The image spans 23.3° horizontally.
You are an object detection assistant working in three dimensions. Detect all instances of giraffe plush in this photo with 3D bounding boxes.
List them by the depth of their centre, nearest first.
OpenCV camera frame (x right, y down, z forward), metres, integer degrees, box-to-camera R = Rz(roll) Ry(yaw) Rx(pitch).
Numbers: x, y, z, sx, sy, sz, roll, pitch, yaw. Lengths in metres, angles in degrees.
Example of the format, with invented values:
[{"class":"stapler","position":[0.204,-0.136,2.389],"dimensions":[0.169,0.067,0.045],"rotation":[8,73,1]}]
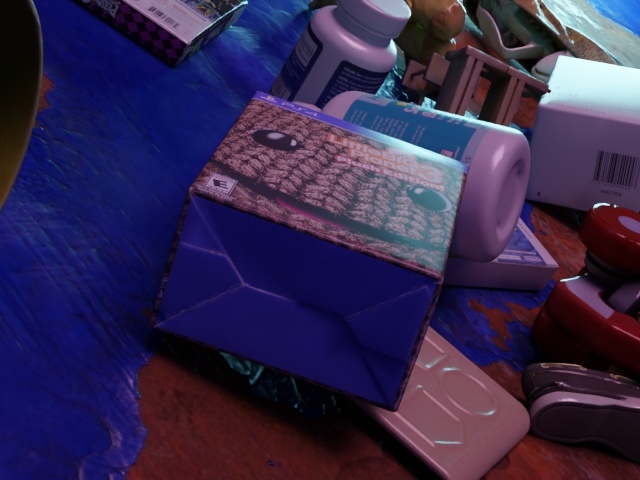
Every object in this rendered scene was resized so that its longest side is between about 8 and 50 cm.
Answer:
[{"class":"giraffe plush","position":[0.079,-0.320,2.099],"dimensions":[0.170,0.181,0.210],"rotation":[-4,52,-18]}]

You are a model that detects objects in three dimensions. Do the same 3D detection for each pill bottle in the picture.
[{"class":"pill bottle","position":[0.081,-0.076,1.662],"dimensions":[0.264,0.146,0.146],"rotation":[16,23,20]},{"class":"pill bottle","position":[0.024,-0.210,1.817],"dimensions":[0.112,0.187,0.112],"rotation":[25,30,-15]}]

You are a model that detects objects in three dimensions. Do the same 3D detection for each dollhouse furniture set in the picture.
[{"class":"dollhouse furniture set","position":[0.182,-0.157,1.988],"dimensions":[0.129,0.129,0.183],"rotation":[23,-8,-19]}]

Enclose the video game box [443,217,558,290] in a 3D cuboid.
[{"class":"video game box","position":[0.154,-0.023,1.806],"dimensions":[0.205,0.048,0.187],"rotation":[5,37,-42]}]

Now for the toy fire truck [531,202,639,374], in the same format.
[{"class":"toy fire truck","position":[0.396,0.089,1.704],"dimensions":[0.254,0.169,0.302],"rotation":[37,27,31]}]

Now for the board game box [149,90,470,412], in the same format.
[{"class":"board game box","position":[0.000,0.000,1.445],"dimensions":[0.232,0.141,0.291],"rotation":[19,24,1]}]

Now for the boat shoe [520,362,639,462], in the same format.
[{"class":"boat shoe","position":[0.312,0.176,1.616],"dimensions":[0.227,0.081,0.069],"rotation":[15,37,-25]}]

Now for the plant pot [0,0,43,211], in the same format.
[{"class":"plant pot","position":[-0.412,-0.119,1.202],"dimensions":[0.293,0.275,0.275],"rotation":[21,26,12]}]

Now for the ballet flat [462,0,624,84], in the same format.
[{"class":"ballet flat","position":[0.338,-0.282,2.347],"dimensions":[0.123,0.123,0.348],"rotation":[-2,45,-47]}]

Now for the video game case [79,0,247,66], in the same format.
[{"class":"video game case","position":[-0.224,-0.316,1.885],"dimensions":[0.232,0.042,0.210],"rotation":[34,28,1]}]

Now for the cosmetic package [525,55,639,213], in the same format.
[{"class":"cosmetic package","position":[0.402,-0.136,2.060],"dimensions":[0.224,0.138,0.225],"rotation":[11,25,11]}]

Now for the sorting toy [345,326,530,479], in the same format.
[{"class":"sorting toy","position":[0.092,0.144,1.500],"dimensions":[0.208,0.038,0.193],"rotation":[44,30,11]}]
